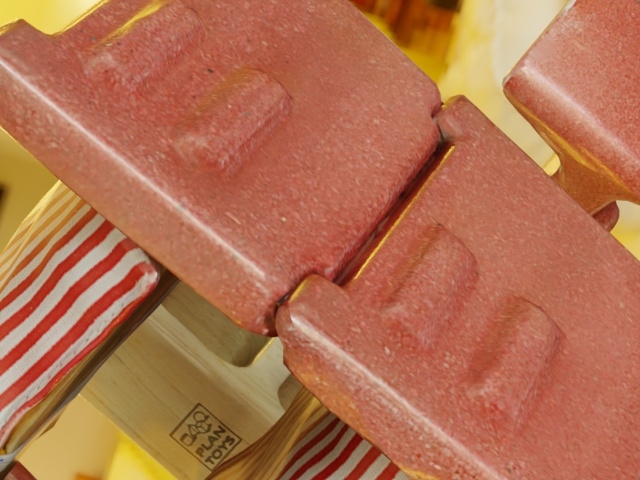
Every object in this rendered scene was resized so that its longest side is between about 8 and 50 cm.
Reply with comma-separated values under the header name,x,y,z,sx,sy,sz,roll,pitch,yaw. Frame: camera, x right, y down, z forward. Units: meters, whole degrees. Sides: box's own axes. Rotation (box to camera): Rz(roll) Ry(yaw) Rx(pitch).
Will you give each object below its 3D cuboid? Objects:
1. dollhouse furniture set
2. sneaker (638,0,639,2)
name,x,y,z,sx,sy,sz,roll,pitch,yaw
dollhouse furniture set,0.000,0.000,0.530,0.201,0.152,0.374,-48,1,31
sneaker,0.177,-0.056,0.718,0.315,0.127,0.182,47,114,37
